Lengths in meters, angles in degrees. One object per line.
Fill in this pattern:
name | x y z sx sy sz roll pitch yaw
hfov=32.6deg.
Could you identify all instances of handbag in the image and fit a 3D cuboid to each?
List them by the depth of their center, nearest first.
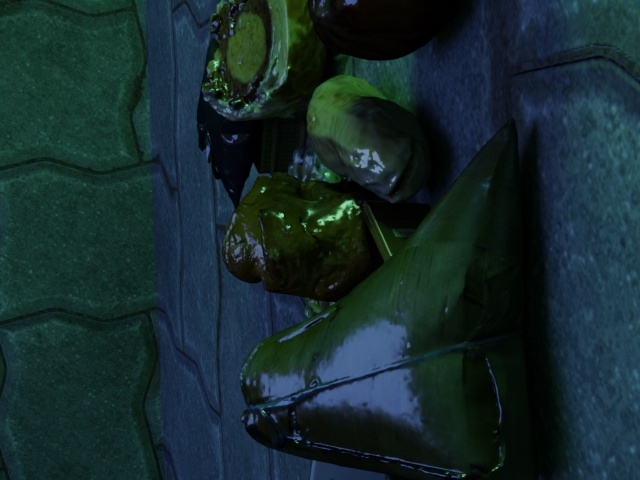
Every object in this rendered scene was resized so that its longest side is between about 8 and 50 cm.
handbag | -0.171 -0.207 1.960 0.254 0.089 0.211 -117 29 -44

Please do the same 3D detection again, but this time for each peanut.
peanut | 0.059 -0.135 1.439 0.290 0.130 0.130 -132 41 -63

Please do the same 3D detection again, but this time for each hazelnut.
hazelnut | 0.070 -0.300 1.296 0.204 0.178 0.178 30 123 56

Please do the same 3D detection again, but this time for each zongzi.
zongzi | 0.067 0.070 1.225 0.356 0.174 0.393 0 91 35

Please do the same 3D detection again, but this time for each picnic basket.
picnic basket | -0.086 -0.199 1.965 0.164 0.079 0.115 -117 26 -51

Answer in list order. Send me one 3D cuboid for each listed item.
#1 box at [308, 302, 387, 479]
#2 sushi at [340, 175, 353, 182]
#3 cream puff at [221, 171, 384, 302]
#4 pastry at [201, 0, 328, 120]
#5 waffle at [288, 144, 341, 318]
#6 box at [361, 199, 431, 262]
box | 0.046 0.254 1.513 0.200 0.106 0.299 -81 0 -57
sushi | 0.047 -0.040 1.613 0.061 0.060 0.118 136 126 -62
cream puff | -0.007 -0.002 1.491 0.241 0.269 0.155 -63 -27 -67
pastry | -0.065 -0.318 1.749 0.237 0.170 0.256 -10 75 52
waffle | 0.000 0.000 1.779 0.292 0.056 0.309 119 142 -61
box | 0.112 0.000 1.359 0.133 0.090 0.023 -113 30 -45
